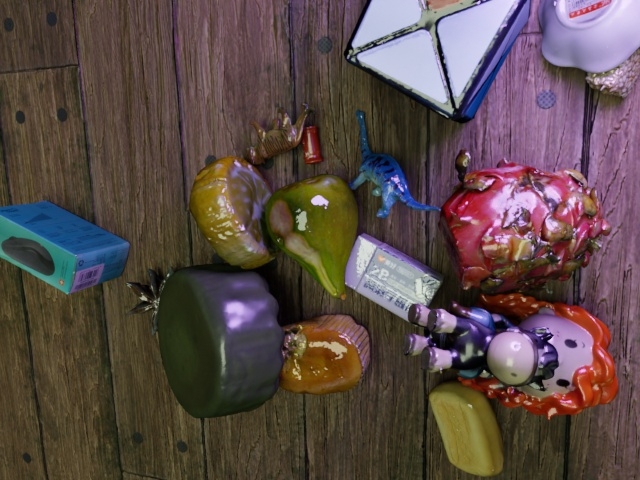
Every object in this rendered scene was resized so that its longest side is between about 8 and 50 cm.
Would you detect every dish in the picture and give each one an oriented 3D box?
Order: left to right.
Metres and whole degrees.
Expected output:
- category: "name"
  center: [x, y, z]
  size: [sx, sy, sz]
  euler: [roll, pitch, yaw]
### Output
- category: "dish"
  center: [0.476, -0.414, 0.929]
  size: [0.229, 0.081, 0.229]
  euler: [-4, 85, 43]

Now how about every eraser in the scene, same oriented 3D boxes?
- category: "eraser"
  center: [0.157, 0.086, 1.196]
  size: [0.210, 0.068, 0.124]
  euler: [30, 108, 14]

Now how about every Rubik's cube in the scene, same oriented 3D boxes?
- category: "Rubik's cube"
  center: [0.221, -0.381, 0.986]
  size: [0.250, 0.246, 0.248]
  euler: [33, 110, 12]

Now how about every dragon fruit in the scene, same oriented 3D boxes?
- category: "dragon fruit"
  center: [0.379, -0.033, 1.006]
  size: [0.291, 0.250, 0.269]
  euler: [-18, 70, 7]

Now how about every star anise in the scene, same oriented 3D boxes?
- category: "star anise"
  center: [-0.439, 0.159, 1.429]
  size: [0.181, 0.061, 0.204]
  euler: [3, 106, 7]

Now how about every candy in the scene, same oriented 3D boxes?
- category: "candy"
  center: [-0.179, -0.061, 1.190]
  size: [0.118, 0.260, 0.259]
  euler: [-21, 93, 21]

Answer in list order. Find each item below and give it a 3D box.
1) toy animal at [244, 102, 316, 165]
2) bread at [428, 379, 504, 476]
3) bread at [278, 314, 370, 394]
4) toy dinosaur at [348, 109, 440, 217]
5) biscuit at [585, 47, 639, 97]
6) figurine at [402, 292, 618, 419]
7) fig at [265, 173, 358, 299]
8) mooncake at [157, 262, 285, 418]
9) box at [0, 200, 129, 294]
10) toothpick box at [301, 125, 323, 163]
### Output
- category: "toy animal"
  center: [-0.093, -0.239, 1.212]
  size: [0.241, 0.057, 0.099]
  euler: [-11, 86, 42]
- category: "bread"
  center: [0.327, 0.405, 1.170]
  size: [0.147, 0.098, 0.217]
  euler: [-3, 106, 47]
- category: "bread"
  center: [-0.007, 0.271, 1.259]
  size: [0.250, 0.133, 0.179]
  euler: [-4, 103, 22]
- category: "toy dinosaur"
  center: [0.135, -0.128, 1.139]
  size: [0.329, 0.076, 0.144]
  euler: [60, 143, 34]
- category: "biscuit"
  center: [0.553, -0.346, 0.965]
  size: [0.070, 0.082, 0.168]
  euler: [36, 113, 40]
- category: "figurine"
  center: [0.355, 0.205, 1.000]
  size: [0.306, 0.412, 0.241]
  euler: [-13, 66, 46]
- category: "fig"
  center: [0.000, 0.000, 1.166]
  size: [0.206, 0.206, 0.275]
  euler: [-20, 95, 22]
- category: "mooncake"
  center: [-0.228, 0.227, 1.236]
  size: [0.356, 0.194, 0.356]
  euler: [10, 103, 50]
- category: "box"
  center: [-0.705, 0.010, 1.425]
  size: [0.311, 0.205, 0.118]
  euler: [25, 105, 13]
- category: "toothpick box"
  center: [-0.021, -0.216, 1.214]
  size: [0.047, 0.047, 0.083]
  euler: [-7, 98, 21]
